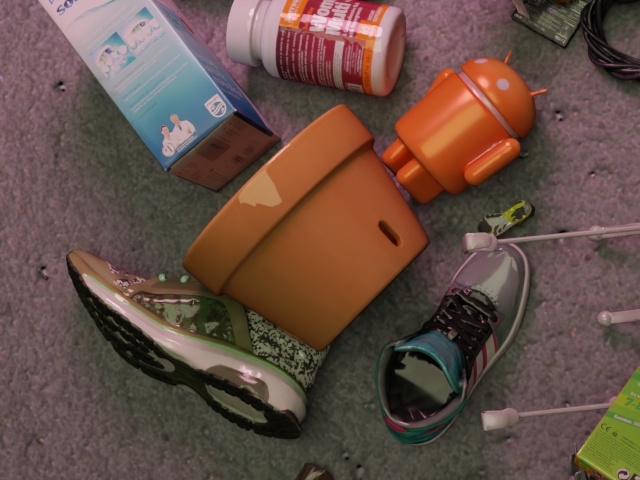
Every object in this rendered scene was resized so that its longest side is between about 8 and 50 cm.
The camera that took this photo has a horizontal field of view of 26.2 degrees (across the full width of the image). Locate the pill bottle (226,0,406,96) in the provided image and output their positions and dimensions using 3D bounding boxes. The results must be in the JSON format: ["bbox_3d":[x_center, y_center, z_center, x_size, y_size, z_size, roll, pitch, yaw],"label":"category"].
[{"bbox_3d":[-0.006,-0.268,1.828,0.221,0.121,0.121,12,88,14],"label":"pill bottle"}]

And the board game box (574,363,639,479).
[{"bbox_3d":[0.415,0.190,1.589,0.124,0.039,0.259,33,69,18],"label":"board game box"}]

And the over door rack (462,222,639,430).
[{"bbox_3d":[0.328,0.097,1.693,0.324,0.108,0.240,-5,83,-12],"label":"over door rack"}]

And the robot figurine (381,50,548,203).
[{"bbox_3d":[0.183,-0.148,1.768,0.219,0.158,0.128,-41,100,8],"label":"robot figurine"}]

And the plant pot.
[{"bbox_3d":[0.000,0.000,1.730,0.203,0.291,0.291,44,96,3],"label":"plant pot"}]

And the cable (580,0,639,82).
[{"bbox_3d":[0.416,-0.272,1.736,0.184,0.047,0.151,24,120,23],"label":"cable"}]

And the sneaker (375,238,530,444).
[{"bbox_3d":[0.161,0.126,1.722,0.123,0.178,0.295,28,92,15],"label":"sneaker"}]

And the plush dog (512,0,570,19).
[{"bbox_3d":[0.285,-0.425,1.702,0.210,0.262,0.225,34,131,-4],"label":"plush dog"}]

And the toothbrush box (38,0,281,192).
[{"bbox_3d":[-0.209,-0.224,1.827,0.126,0.216,0.295,-40,76,7],"label":"toothbrush box"}]

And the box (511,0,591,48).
[{"bbox_3d":[0.303,-0.301,1.806,0.083,0.018,0.067,31,93,15],"label":"box"}]

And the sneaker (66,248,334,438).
[{"bbox_3d":[-0.157,0.104,1.852,0.410,0.158,0.182,30,62,16],"label":"sneaker"}]

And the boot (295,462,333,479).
[{"bbox_3d":[-0.045,0.332,1.828,0.106,0.037,0.114,37,98,1],"label":"boot"}]

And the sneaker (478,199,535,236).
[{"bbox_3d":[0.245,-0.025,1.791,0.083,0.035,0.031,-26,70,32],"label":"sneaker"}]

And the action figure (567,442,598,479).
[{"bbox_3d":[0.411,0.273,1.658,0.285,0.185,0.099,-25,59,5],"label":"action figure"}]
